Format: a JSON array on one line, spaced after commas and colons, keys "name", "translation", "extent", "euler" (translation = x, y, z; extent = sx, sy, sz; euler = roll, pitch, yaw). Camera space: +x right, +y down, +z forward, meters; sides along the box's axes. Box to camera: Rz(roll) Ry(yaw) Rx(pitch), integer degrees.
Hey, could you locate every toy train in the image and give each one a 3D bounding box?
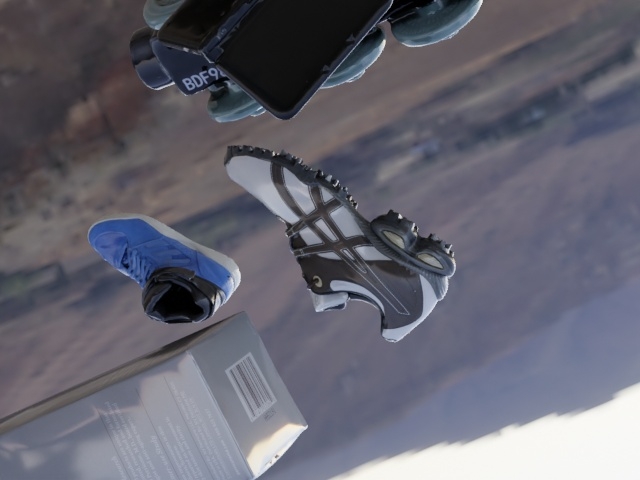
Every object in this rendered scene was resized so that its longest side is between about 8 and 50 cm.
[{"name": "toy train", "translation": [0.004, -0.217, 1.423], "extent": [0.334, 0.142, 0.190], "euler": [-19, -148, 25]}]

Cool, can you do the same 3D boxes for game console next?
[{"name": "game console", "translation": [-0.032, -0.153, 1.229], "extent": [0.122, 0.071, 0.107], "euler": [-49, -147, -14]}]

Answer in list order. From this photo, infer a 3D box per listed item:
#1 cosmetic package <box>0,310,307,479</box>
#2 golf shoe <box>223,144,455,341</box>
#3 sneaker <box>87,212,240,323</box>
[{"name": "cosmetic package", "translation": [-0.146, 0.144, 1.216], "extent": [0.238, 0.107, 0.127], "euler": [-27, -177, 20]}, {"name": "golf shoe", "translation": [0.000, 0.000, 1.328], "extent": [0.094, 0.198, 0.077], "euler": [-59, 164, 0]}, {"name": "sneaker", "translation": [-0.157, 0.029, 1.666], "extent": [0.084, 0.152, 0.058], "euler": [-56, 167, -55]}]
